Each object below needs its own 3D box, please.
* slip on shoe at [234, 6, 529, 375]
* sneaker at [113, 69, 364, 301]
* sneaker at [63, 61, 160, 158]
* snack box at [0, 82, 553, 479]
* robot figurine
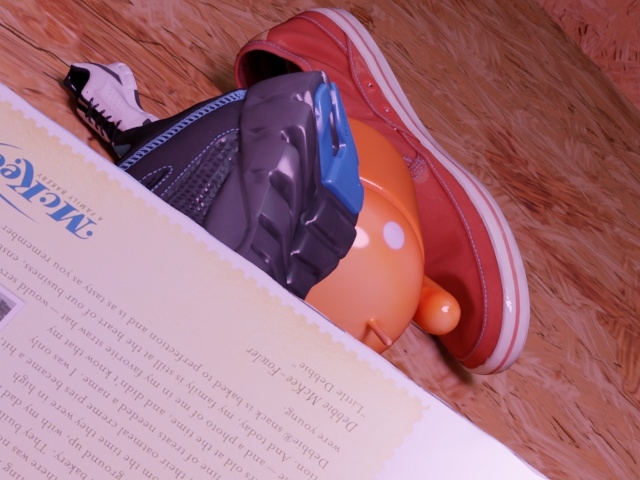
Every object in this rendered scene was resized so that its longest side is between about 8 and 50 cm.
[{"bbox_3d":[0.041,-0.034,1.393,0.101,0.123,0.331,-17,62,-33],"label":"slip on shoe"},{"bbox_3d":[-0.075,0.040,0.963,0.341,0.140,0.125,-69,146,-53],"label":"sneaker"},{"bbox_3d":[-0.133,-0.076,1.210,0.044,0.040,0.109,7,34,-36],"label":"sneaker"},{"bbox_3d":[-0.057,0.100,0.651,0.322,0.060,0.187,36,62,8],"label":"snack box"},{"bbox_3d":[0.002,0.000,1.167,0.219,0.128,0.158,-89,157,-66],"label":"robot figurine"}]
